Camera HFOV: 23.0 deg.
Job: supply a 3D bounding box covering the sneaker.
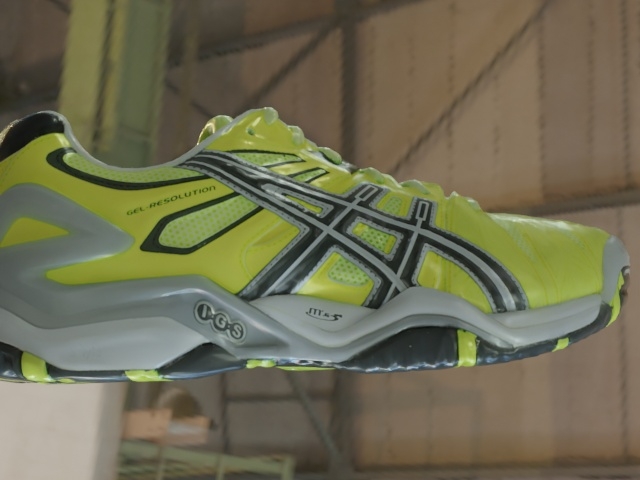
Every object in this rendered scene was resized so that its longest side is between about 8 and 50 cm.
[{"bbox_3d":[0.000,0.000,0.859,0.145,0.385,0.147,166,-78,-67],"label":"sneaker"}]
